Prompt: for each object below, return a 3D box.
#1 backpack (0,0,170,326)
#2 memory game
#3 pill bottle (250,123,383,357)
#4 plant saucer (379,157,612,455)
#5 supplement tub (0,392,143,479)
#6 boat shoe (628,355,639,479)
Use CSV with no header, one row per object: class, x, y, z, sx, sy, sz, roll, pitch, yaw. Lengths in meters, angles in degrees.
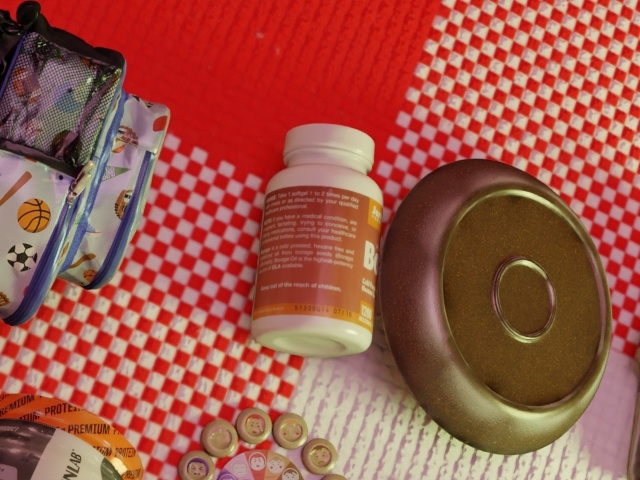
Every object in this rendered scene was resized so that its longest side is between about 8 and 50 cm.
backpack,-0.268,-0.054,1.564,0.213,0.276,0.263,27,81,-10
memory game,-0.055,0.254,1.675,0.186,0.012,0.186,5,74,-18
pill bottle,0.000,0.000,1.703,0.121,0.121,0.216,11,73,-17
plant saucer,0.196,0.063,1.752,0.310,0.050,0.311,10,73,-36
supplement tub,-0.282,0.311,1.450,0.207,0.207,0.338,28,54,-11
boat shoe,0.388,0.130,1.818,0.094,0.109,0.302,10,75,-15
